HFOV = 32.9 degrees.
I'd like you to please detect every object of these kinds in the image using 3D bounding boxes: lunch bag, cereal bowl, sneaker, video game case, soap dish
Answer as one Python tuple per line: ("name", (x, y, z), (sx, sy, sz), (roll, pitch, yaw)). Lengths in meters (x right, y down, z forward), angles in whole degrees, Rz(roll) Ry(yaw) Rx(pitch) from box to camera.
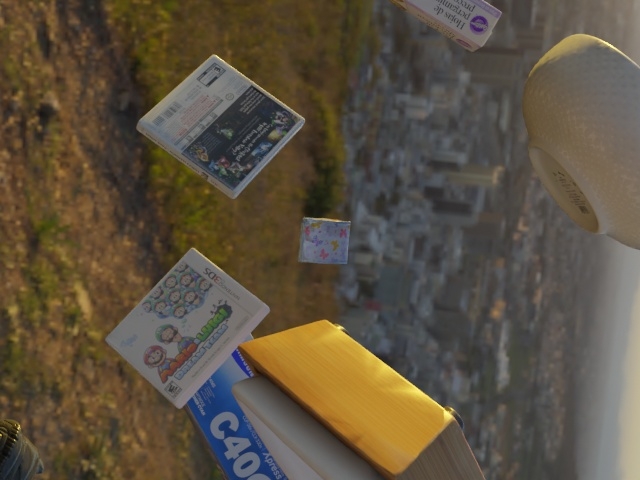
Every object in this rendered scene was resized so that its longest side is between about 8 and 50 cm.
("lunch bag", (0.000, 0.000, 1.677), (0.083, 0.053, 0.071), (1, 93, -41))
("cereal bowl", (0.393, -0.114, 1.513), (0.141, 0.339, 0.339), (-36, 154, -3))
("sneaker", (-0.486, 0.409, 1.573), (0.286, 0.109, 0.130), (-64, 143, -30))
("video game case", (-0.140, -0.167, 1.562), (0.190, 0.173, 0.022), (-51, 174, -38))
("soap dish", (0.060, 0.220, 0.988), (0.118, 0.229, 0.291), (-40, 131, -15))
("video game case", (-0.160, 0.101, 1.293), (0.157, 0.143, 0.019), (-48, 146, -11))

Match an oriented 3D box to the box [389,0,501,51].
("box", (0.115, -0.394, 1.621), (0.063, 0.324, 0.067), (-60, -173, 0))

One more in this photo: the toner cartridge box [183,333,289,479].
("toner cartridge box", (-0.137, 0.332, 1.979), (0.348, 0.165, 0.075), (62, -18, -10))
